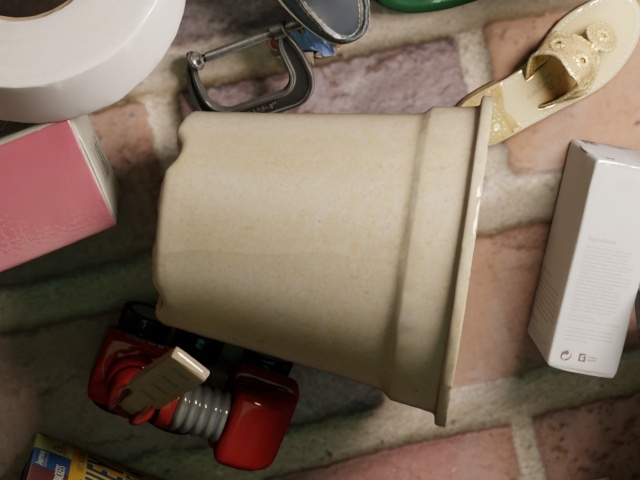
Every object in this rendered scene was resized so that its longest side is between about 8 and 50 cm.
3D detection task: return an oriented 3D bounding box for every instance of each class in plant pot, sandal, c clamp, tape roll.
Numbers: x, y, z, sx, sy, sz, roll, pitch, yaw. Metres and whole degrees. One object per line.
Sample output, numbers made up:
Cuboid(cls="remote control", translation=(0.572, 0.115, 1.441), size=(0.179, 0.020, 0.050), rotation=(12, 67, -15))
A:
Cuboid(cls="plant pot", translation=(0.000, 0.000, 1.577), size=(0.305, 0.334, 0.334), rotation=(8, 104, 5))
Cuboid(cls="sandal", translation=(0.249, -0.170, 1.651), size=(0.240, 0.079, 0.088), rotation=(-34, 105, 5))
Cuboid(cls="c clamp", translation=(-0.076, -0.187, 1.625), size=(0.160, 0.022, 0.137), rotation=(-23, 115, 24))
Cuboid(cls="tape roll", translation=(-0.275, -0.261, 1.506), size=(0.286, 0.100, 0.286), rotation=(-1, 74, 4))

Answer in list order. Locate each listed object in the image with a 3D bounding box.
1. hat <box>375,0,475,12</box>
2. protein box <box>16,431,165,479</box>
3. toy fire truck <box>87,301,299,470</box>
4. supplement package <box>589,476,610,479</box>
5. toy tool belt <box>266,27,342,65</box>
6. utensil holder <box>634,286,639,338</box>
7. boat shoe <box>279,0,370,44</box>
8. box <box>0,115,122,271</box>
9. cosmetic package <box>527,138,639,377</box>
Cuboid(cls="hat", translation=(0.128, -0.358, 1.607), size=(0.208, 0.173, 0.184), rotation=(-13, 71, -8))
Cuboid(cls="protein box", translation=(-0.260, 0.354, 1.721), size=(0.201, 0.136, 0.200), rotation=(22, 103, -11))
Cuboid(cls="toy fire truck", translation=(-0.126, 0.159, 1.622), size=(0.217, 0.246, 0.158), rotation=(20, 103, -9))
Cuboid(cls="supplement package", translation=(0.224, 0.385, 1.733), size=(0.261, 0.204, 0.145), rotation=(-10, 105, -2))
Cuboid(cls="toy tool belt", translation=(-0.014, -0.209, 1.633), size=(0.083, 0.051, 0.052), rotation=(-5, 105, -3))
Cuboid(cls="utensil holder", translation=(0.562, 0.132, 1.633), size=(0.385, 0.327, 0.328), rotation=(-18, 106, 1))
Cuboid(cls="boat shoe", translation=(-0.017, -0.297, 1.511), size=(0.095, 0.079, 0.254), rotation=(-27, 113, -6))
Cuboid(cls="box", translation=(-0.334, -0.045, 1.601), size=(0.232, 0.148, 0.127), rotation=(-22, 106, 2))
Cuboid(cls="cosmetic package", translation=(0.295, 0.017, 1.687), size=(0.085, 0.117, 0.231), rotation=(11, 105, -8))
